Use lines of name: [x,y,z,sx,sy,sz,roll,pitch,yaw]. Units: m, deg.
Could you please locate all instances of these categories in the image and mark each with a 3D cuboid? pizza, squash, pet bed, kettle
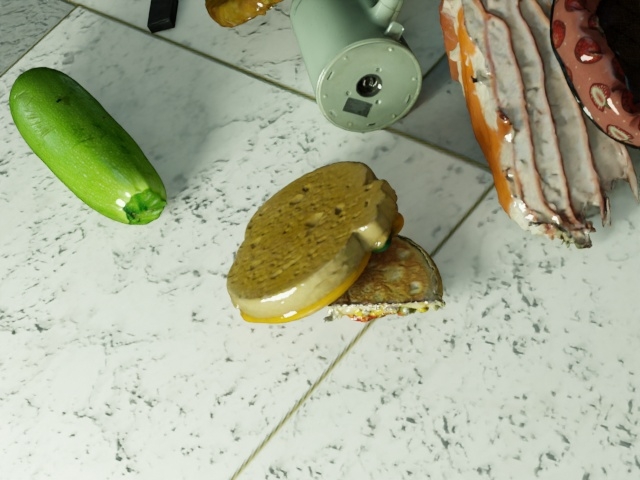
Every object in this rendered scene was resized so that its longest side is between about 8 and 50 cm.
pizza: [0.059,0.030,1.058,0.100,0.029,0.099,-7,40,19]
squash: [-0.241,-0.101,1.286,0.082,0.082,0.292,-38,45,-9]
pet bed: [0.277,-0.163,1.042,0.201,0.053,0.201,5,64,-11]
kettle: [0.028,-0.191,1.206,0.098,0.127,0.148,-11,42,-7]

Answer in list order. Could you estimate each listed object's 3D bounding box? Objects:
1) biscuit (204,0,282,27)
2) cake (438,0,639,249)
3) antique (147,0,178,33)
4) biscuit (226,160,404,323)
biscuit: [0.002,-0.335,1.315,0.318,0.040,0.318,-39,21,19]
cake: [0.172,-0.117,1.078,0.098,0.135,0.287,-16,53,-8]
antique: [-0.174,-0.305,1.485,0.031,0.015,0.192,-14,46,16]
biscuit: [0.002,0.003,1.079,0.170,0.050,0.170,-29,30,19]
